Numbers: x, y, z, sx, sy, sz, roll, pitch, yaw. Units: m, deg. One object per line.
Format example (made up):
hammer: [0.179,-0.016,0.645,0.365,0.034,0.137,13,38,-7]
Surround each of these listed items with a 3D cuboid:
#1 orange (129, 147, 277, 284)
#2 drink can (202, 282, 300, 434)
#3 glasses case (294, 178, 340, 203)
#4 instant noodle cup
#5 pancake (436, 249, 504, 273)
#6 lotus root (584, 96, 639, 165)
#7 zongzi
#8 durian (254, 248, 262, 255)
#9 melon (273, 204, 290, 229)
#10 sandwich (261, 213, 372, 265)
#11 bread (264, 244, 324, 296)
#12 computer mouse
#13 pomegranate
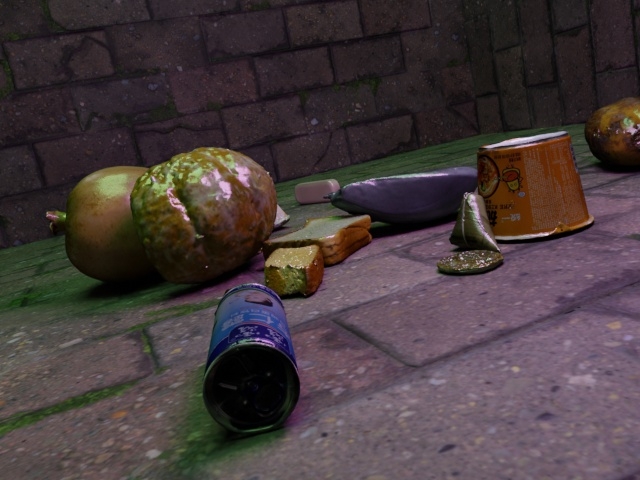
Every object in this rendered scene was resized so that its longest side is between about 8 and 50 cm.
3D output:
orange: [-0.221,-0.075,1.197,0.210,0.271,0.368,-26,6,42]
drink can: [-0.079,0.120,0.639,0.097,0.097,0.235,-13,12,-4]
glasses case: [-0.014,-0.182,2.101,0.196,0.083,0.050,-1,16,39]
instant noodle cup: [0.392,-0.106,1.064,0.216,0.172,0.216,-11,10,2]
pancake: [0.246,0.034,0.919,0.108,0.017,0.108,-13,14,3]
lotus root: [0.836,-0.297,1.530,0.196,0.179,0.397,-6,13,17]
zongzi: [0.292,-0.034,1.005,0.052,0.104,0.113,15,-1,-31]
durian: [-0.214,-0.007,1.422,0.137,0.095,0.221,-13,17,-4]
melon: [-0.159,-0.069,1.682,0.139,0.093,0.202,-2,20,12]
sandwich: [0.000,0.000,1.225,0.186,0.065,0.214,-4,14,34]
bread: [-0.046,0.054,1.025,0.103,0.065,0.187,-4,14,9]
computer mouse: [0.193,-0.095,1.323,0.371,0.122,0.188,-6,-3,4]
pomegranate: [-0.482,-0.036,1.347,0.319,0.319,0.319,-11,11,2]
